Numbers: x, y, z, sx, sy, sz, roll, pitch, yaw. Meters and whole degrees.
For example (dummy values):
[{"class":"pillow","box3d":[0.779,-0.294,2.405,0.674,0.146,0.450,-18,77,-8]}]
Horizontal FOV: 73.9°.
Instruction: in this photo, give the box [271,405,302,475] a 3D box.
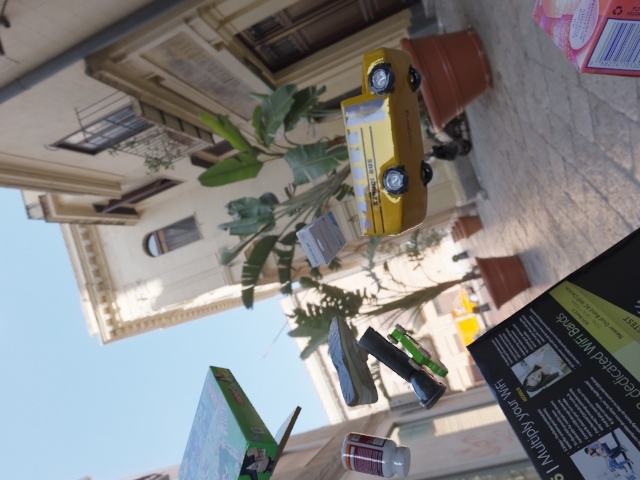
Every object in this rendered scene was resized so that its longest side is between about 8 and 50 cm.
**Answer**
[{"class":"box","box3d":[-0.122,0.565,1.148,0.021,0.164,0.201,32,-142,3]}]

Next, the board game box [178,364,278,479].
[{"class":"board game box","box3d":[-0.161,0.350,0.668,0.317,0.046,0.214,5,78,67]}]

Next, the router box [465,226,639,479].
[{"class":"router box","box3d":[0.283,0.132,0.319,0.081,0.243,0.309,45,-164,-21]}]

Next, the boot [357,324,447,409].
[{"class":"boot","box3d":[0.181,0.284,0.988,0.208,0.076,0.189,44,175,7]}]

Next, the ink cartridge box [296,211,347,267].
[{"class":"ink cartridge box","box3d":[0.000,0.000,1.122,0.104,0.061,0.181,63,-155,-7]}]

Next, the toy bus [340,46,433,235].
[{"class":"toy bus","box3d":[0.127,-0.182,0.820,0.108,0.130,0.333,-21,-75,-45]}]

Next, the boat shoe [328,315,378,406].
[{"class":"boat shoe","box3d":[0.100,0.367,1.322,0.302,0.098,0.109,-108,30,-46]}]

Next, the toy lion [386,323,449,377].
[{"class":"toy lion","box3d":[0.173,0.194,0.734,0.096,0.034,0.100,31,-170,-43]}]

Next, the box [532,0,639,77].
[{"class":"box","box3d":[0.342,-0.210,0.302,0.142,0.299,0.154,-82,-5,-46]}]

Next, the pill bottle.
[{"class":"pill bottle","box3d":[0.135,0.520,1.025,0.086,0.152,0.086,8,-99,-63]}]
